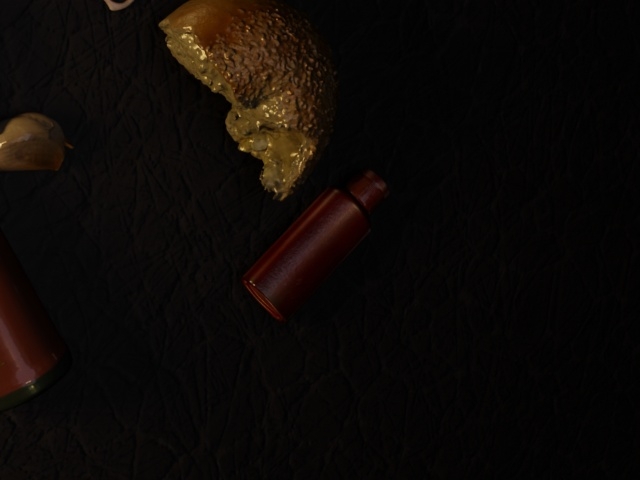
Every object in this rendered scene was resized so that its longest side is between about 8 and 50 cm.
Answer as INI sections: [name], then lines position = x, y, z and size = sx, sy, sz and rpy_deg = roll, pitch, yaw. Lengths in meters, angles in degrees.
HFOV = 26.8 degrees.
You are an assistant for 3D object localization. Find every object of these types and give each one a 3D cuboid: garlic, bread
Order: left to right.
[garlic]
position = -0.403, -0.127, 1.792
size = 0.152, 0.066, 0.084
rpy_deg = -7, 102, -30
[bread]
position = -0.064, -0.227, 1.908
size = 0.192, 0.171, 0.314
rpy_deg = -37, 113, -16

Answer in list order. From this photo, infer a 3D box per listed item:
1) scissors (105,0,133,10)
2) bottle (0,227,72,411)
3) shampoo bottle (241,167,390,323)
[scissors]
position = -0.229, -0.376, 1.887
size = 0.189, 0.015, 0.100
rpy_deg = -8, 102, -30
[bottle]
position = -0.458, 0.050, 1.748
size = 0.144, 0.144, 0.336
rpy_deg = -32, 108, -22
[shampoo bottle]
position = 0.000, 0.000, 2.032
size = 0.260, 0.064, 0.102
rpy_deg = -47, 114, -16
